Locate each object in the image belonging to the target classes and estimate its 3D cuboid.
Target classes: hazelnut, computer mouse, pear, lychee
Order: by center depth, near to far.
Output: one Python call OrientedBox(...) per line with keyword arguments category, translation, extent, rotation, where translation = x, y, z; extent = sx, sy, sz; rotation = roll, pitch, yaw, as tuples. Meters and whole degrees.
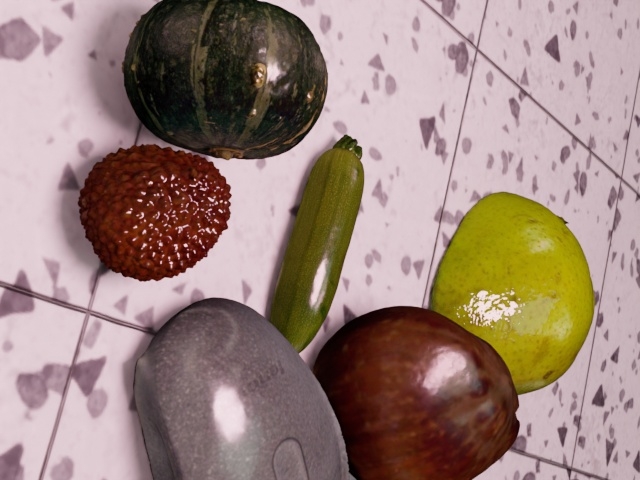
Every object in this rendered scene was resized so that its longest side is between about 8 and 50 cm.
OrientedBox(category="lychee", translation=(-0.141, -0.027, 0.865), extent=(0.129, 0.123, 0.123), rotation=(-33, 123, -3))
OrientedBox(category="computer mouse", translation=(-0.065, 0.236, 0.970), extent=(0.203, 0.114, 0.374), rotation=(-37, 120, -43))
OrientedBox(category="hazelnut", translation=(0.108, 0.184, 1.101), extent=(0.234, 0.218, 0.218), rotation=(44, 60, -44))
OrientedBox(category="pear", translation=(0.253, 0.088, 1.330), extent=(0.239, 0.139, 0.288), rotation=(-13, 101, -40))

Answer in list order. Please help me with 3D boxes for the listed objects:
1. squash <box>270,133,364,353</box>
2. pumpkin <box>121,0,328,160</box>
OrientedBox(category="squash", translation=(0.000, 0.000, 1.068), extent=(0.069, 0.069, 0.258), rotation=(31, 69, -46))
OrientedBox(category="pumpkin", translation=(-0.082, -0.145, 0.878), extent=(0.190, 0.190, 0.146), rotation=(28, 62, -46))
